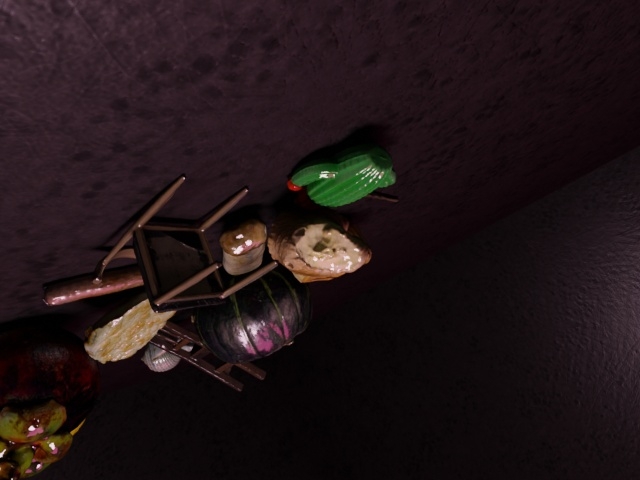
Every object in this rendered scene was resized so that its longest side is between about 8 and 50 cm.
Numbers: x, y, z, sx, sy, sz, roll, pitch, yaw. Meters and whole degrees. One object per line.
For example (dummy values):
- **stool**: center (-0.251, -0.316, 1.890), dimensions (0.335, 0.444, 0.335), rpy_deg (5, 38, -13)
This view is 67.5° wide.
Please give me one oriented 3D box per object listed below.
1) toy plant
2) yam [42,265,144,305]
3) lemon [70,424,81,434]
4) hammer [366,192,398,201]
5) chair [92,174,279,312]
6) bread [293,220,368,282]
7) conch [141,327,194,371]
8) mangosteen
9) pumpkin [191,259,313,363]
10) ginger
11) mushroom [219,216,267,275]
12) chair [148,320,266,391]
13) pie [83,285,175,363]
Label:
- **toy plant**: center (0.023, -0.111, 0.884), dimensions (0.240, 0.088, 0.154), rpy_deg (-11, 165, 26)
- **yam**: center (-0.415, 0.082, 0.970), dimensions (0.263, 0.046, 0.046), rpy_deg (-14, 164, -37)
- **lemon**: center (-0.840, 0.505, 1.428), dimensions (0.268, 0.269, 0.321), rpy_deg (-34, 165, 37)
- **hammer**: center (0.144, -0.112, 1.202), dimensions (0.058, 0.029, 0.292), rpy_deg (-28, 168, 27)
- **chair**: center (-0.238, 0.036, 0.827), dimensions (0.272, 0.167, 0.188), rpy_deg (-30, 165, 26)
- **bread**: center (0.017, 0.023, 1.268), dimensions (0.179, 0.133, 0.250), rpy_deg (-34, 164, 36)
- **conch**: center (-0.532, 0.362, 1.672), dimensions (0.199, 0.131, 0.172), rpy_deg (-35, 147, -23)
- **mangosteen**: center (-0.632, 0.334, 1.037), dimensions (0.310, 0.312, 0.311), rpy_deg (-22, 166, -6)
- **pumpkin**: center (-0.179, 0.184, 1.280), dimensions (0.322, 0.242, 0.323), rpy_deg (-19, 180, 0)
- **ginger**: center (0.000, 0.000, 0.989), dimensions (0.221, 0.130, 0.275), rpy_deg (6, -161, 18)
- **mushroom**: center (-0.172, 0.016, 1.061), dimensions (0.099, 0.081, 0.312), rpy_deg (-15, 169, -13)
- **chair**: center (-0.362, 0.282, 1.580), dimensions (0.203, 0.416, 0.241), rpy_deg (-36, -155, 45)
- **pie**: center (-0.407, 0.166, 1.085), dimensions (0.274, 0.105, 0.257), rpy_deg (-41, 177, -16)
